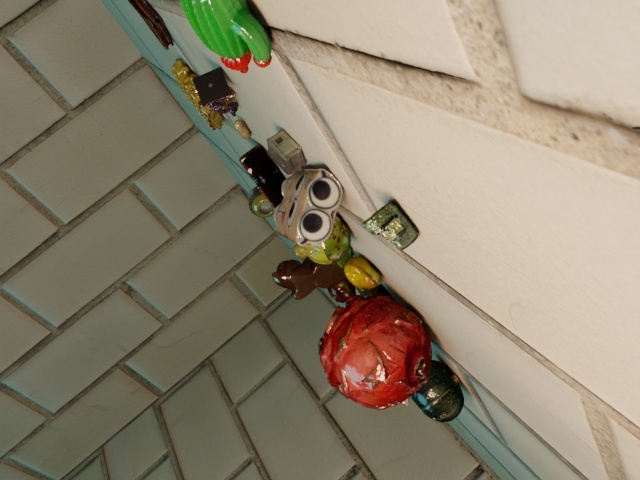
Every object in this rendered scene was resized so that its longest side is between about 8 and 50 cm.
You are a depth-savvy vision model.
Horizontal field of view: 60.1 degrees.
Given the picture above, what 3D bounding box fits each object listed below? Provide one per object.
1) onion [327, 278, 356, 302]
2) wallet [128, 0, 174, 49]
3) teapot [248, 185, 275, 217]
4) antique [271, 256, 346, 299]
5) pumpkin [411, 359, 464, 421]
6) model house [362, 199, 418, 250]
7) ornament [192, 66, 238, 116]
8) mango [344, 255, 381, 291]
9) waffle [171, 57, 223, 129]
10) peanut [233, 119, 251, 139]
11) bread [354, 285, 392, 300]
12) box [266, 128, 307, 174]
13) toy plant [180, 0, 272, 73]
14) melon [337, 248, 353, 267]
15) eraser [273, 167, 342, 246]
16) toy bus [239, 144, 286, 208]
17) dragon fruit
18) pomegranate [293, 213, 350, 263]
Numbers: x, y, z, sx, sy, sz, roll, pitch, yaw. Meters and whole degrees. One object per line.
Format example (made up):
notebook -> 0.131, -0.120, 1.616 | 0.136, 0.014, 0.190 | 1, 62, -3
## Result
onion -> 0.077, 0.173, 2.098 | 0.118, 0.119, 0.117 | 54, -172, -27
wallet -> -0.541, -0.697, 1.708 | 0.195, 0.042, 0.161 | 50, 174, 7
teapot -> -0.215, -0.157, 2.263 | 0.166, 0.130, 0.119 | 19, -154, -27
antique -> -0.039, 0.099, 1.892 | 0.143, 0.257, 0.121 | 49, 156, 52
pumpkin -> 0.341, 0.441, 1.631 | 0.190, 0.146, 0.190 | 48, 174, 6
model house -> 0.119, -0.017, 0.927 | 0.083, 0.066, 0.079 | 49, 175, -2
ornament -> -0.265, -0.383, 1.469 | 0.203, 0.088, 0.081 | -9, -101, -84
mango -> 0.121, 0.092, 1.547 | 0.101, 0.066, 0.187 | 60, 167, -12
waffle -> -0.423, -0.497, 1.942 | 0.283, 0.065, 0.309 | 45, 173, 44
peanut -> -0.236, -0.336, 1.688 | 0.037, 0.037, 0.083 | 45, 170, 38
bread -> 0.176, 0.181, 1.694 | 0.193, 0.064, 0.193 | 50, 180, 0
box -> -0.080, -0.206, 1.275 | 0.084, 0.060, 0.063 | 49, 165, 21
toy plant -> -0.143, -0.334, 0.861 | 0.155, 0.088, 0.240 | 27, 167, 37
melon -> 0.045, 0.014, 1.640 | 0.118, 0.064, 0.209 | 47, 175, 19
eraser -> -0.037, -0.080, 1.293 | 0.087, 0.171, 0.290 | 18, -178, -15
toy bus -> -0.119, -0.130, 1.807 | 0.409, 0.093, 0.092 | 55, 175, -26
dragon fruit -> 0.145, 0.291, 1.469 | 0.302, 0.295, 0.295 | 11, 145, 48
pomegranate -> 0.011, -0.006, 1.448 | 0.143, 0.122, 0.169 | 59, 147, 9
